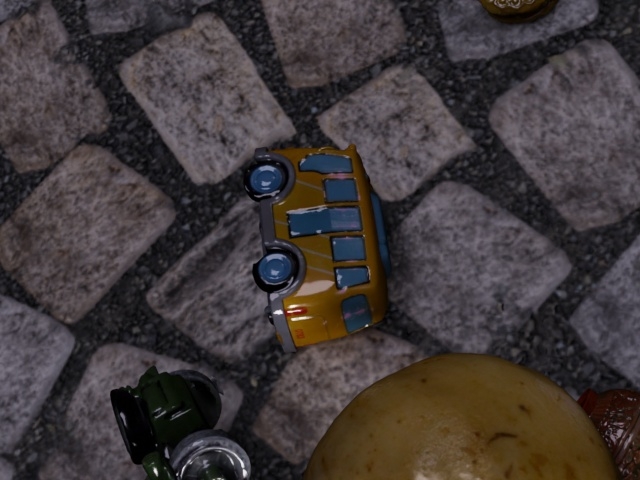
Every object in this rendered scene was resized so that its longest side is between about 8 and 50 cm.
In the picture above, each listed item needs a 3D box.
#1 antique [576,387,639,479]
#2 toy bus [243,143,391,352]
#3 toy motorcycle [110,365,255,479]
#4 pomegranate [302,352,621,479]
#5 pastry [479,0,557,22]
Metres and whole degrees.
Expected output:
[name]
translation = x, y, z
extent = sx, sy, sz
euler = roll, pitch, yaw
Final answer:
[antique]
translation = 0.275, 0.186, 1.458
extent = 0.104, 0.104, 0.104
euler = -7, 64, 14
[toy bus]
translation = 0.000, 0.000, 1.620
extent = 0.136, 0.126, 0.209
euler = -10, 62, 3
[toy motorcycle]
translation = -0.109, 0.249, 1.499
extent = 0.127, 0.275, 0.205
euler = -26, 25, -7
[pomegranate]
translation = 0.130, 0.243, 1.372
extent = 0.307, 0.307, 0.307
euler = -7, 64, 14
[pastry]
translation = 0.216, -0.286, 1.728
extent = 0.097, 0.057, 0.109
euler = 31, 79, 22
